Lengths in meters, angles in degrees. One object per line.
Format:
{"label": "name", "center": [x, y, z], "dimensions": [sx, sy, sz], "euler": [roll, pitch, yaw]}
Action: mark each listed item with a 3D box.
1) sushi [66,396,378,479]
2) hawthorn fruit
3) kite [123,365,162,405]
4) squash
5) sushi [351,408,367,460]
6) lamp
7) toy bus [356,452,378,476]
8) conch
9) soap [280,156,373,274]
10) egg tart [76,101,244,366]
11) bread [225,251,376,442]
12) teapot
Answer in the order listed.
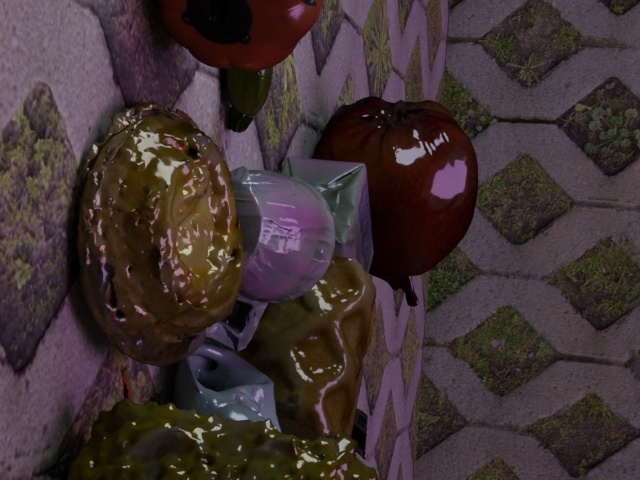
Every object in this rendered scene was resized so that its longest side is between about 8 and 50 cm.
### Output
{"label": "sushi", "center": [-0.079, 0.362, 1.171], "dimensions": [0.240, 0.351, 0.396], "euler": [-71, 159, -46]}
{"label": "hawthorn fruit", "center": [0.131, -0.090, 2.048], "dimensions": [0.325, 0.308, 0.308], "euler": [73, 25, -51]}
{"label": "kite", "center": [-0.209, 0.215, 1.320], "dimensions": [0.190, 0.010, 0.159], "euler": [-35, 127, -75]}
{"label": "squash", "center": [-0.092, -0.260, 1.538], "dimensions": [0.066, 0.066, 0.252], "euler": [-52, 144, -67]}
{"label": "sushi", "center": [0.021, 0.303, 1.957], "dimensions": [0.031, 0.201, 0.139], "euler": [-12, 115, -36]}
{"label": "lamp", "center": [-0.086, -0.285, 1.310], "dimensions": [0.164, 0.187, 0.188], "euler": [-71, 160, -48]}
{"label": "toy bus", "center": [0.014, 0.466, 1.933], "dimensions": [0.097, 0.138, 0.342], "euler": [-32, 148, -32]}
{"label": "conch", "center": [-0.116, 0.211, 1.439], "dimensions": [0.185, 0.121, 0.221], "euler": [63, 3, -23]}
{"label": "soap", "center": [0.000, 0.000, 1.845], "dimensions": [0.199, 0.138, 0.182], "euler": [81, 20, -45]}
{"label": "egg tart", "center": [-0.150, -0.007, 1.242], "dimensions": [0.279, 0.095, 0.279], "euler": [0, 90, -65]}
{"label": "bread", "center": [-0.026, 0.155, 1.661], "dimensions": [0.196, 0.238, 0.252], "euler": [30, 67, -37]}
{"label": "teapot", "center": [-0.108, 0.009, 1.462], "dimensions": [0.163, 0.221, 0.178], "euler": [53, 17, 24]}
